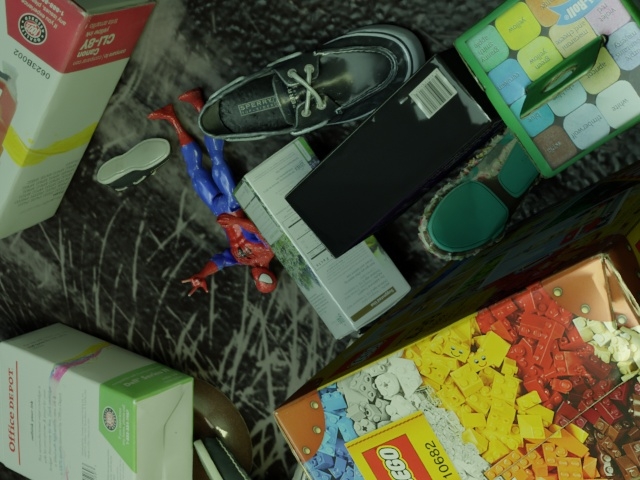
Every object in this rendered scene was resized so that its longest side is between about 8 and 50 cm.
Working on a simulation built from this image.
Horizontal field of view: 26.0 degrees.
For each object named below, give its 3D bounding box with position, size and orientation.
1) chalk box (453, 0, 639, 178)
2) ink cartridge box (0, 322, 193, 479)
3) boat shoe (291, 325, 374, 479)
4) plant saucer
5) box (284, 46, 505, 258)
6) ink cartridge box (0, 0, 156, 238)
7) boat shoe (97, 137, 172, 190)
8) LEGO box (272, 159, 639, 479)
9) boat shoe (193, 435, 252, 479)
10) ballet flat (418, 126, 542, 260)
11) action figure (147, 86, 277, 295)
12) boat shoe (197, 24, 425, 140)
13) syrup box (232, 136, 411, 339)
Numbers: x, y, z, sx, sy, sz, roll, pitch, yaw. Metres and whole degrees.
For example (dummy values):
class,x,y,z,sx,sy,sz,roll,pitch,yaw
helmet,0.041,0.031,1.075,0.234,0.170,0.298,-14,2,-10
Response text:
class,x,y,z,sx,sy,sz,roll,pitch,yaw
chalk box,0.272,-0.195,1.417,0.180,0.289,0.179,-34,89,32
ink cartridge box,-0.345,0.248,1.972,0.353,0.119,0.207,17,114,36
boat shoe,0.055,0.286,1.730,0.127,0.158,0.341,8,105,-19
plant saucer,-0.190,0.291,1.976,0.198,0.036,0.199,10,112,25
box,0.109,-0.112,1.595,0.103,0.184,0.261,50,122,3
ink cartridge box,-0.435,-0.230,1.858,0.279,0.160,0.385,37,120,12
boat shoe,-0.244,-0.100,1.873,0.125,0.038,0.046,-24,52,27
LEGO box,0.244,0.092,1.406,0.372,0.500,0.193,-29,92,31
boat shoe,-0.040,0.389,1.890,0.113,0.127,0.340,-36,85,-7
ballet flat,0.181,-0.046,1.561,0.091,0.241,0.077,52,146,-3
action figure,-0.145,-0.045,1.785,0.091,0.139,0.280,-26,96,35
boat shoe,-0.018,-0.183,1.686,0.301,0.102,0.108,-11,101,31
syrup box,0.000,0.000,1.723,0.237,0.096,0.093,53,163,2
